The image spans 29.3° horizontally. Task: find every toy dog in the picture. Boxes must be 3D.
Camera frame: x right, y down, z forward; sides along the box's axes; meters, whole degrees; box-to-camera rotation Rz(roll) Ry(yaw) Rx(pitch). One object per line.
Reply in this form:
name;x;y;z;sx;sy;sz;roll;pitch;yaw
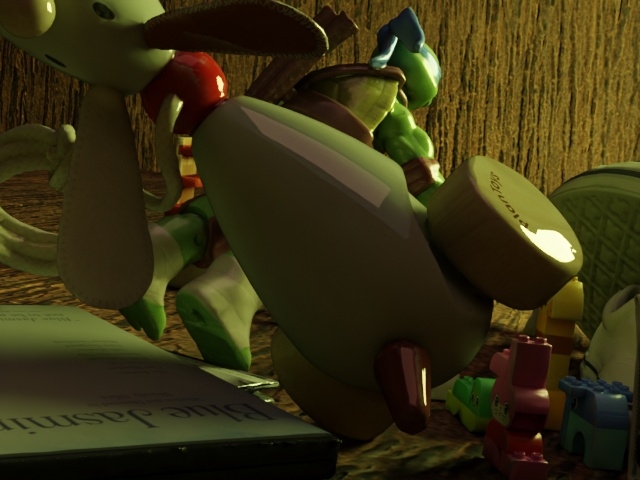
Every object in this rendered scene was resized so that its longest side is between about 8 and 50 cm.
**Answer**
toy dog;-0.034;-0.014;0.591;0.333;0.220;0.161;20;24;-2

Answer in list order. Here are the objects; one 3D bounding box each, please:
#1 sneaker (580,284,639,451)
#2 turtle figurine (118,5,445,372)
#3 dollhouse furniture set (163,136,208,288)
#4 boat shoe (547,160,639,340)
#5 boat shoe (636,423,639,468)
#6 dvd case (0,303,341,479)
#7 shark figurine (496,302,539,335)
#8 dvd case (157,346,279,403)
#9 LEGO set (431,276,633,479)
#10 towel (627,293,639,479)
sneaker;0.215;0.077;0.752;0.094;0.091;0.258;7;5;-6
turtle figurine;0.000;0.000;0.842;0.198;0.266;0.275;42;-29;15
dollhouse furniture set;-0.010;-0.010;1.113;0.259;0.135;0.262;8;5;5
boat shoe;0.328;0.003;0.838;0.156;0.187;0.500;-25;6;-24
boat shoe;0.311;0.098;0.548;0.324;0.123;0.120;6;9;-10
dvd case;-0.137;0.066;0.561;0.180;0.022;0.253;4;8;-39
shark figurine;0.223;0.043;1.145;0.166;0.116;0.278;43;-5;-30
dvd case;-0.151;0.074;0.654;0.164;0.018;0.221;11;6;32
LEGO set;0.124;0.067;0.723;0.087;0.093;0.227;7;5;-10
towel;0.228;0.084;0.621;0.152;0.113;0.023;8;-9;-13
